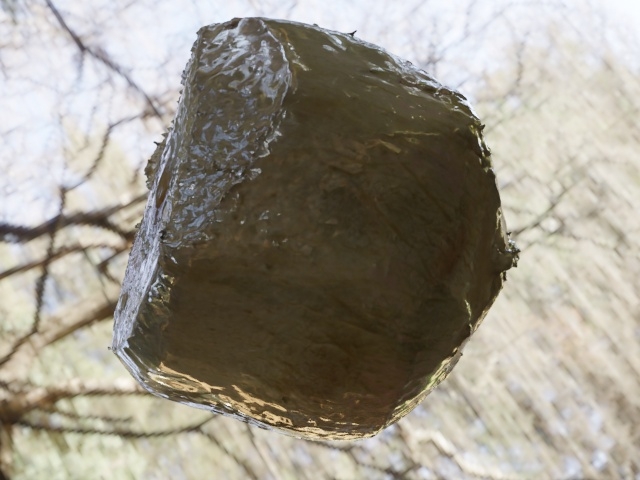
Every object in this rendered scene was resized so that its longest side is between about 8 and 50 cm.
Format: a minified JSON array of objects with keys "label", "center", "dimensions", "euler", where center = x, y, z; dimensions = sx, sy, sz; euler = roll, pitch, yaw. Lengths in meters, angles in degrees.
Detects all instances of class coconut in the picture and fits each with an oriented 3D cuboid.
[{"label":"coconut","center":[0.000,0.000,0.946],"dimensions":[0.254,0.297,0.297],"euler":[13,-45,-13]}]
